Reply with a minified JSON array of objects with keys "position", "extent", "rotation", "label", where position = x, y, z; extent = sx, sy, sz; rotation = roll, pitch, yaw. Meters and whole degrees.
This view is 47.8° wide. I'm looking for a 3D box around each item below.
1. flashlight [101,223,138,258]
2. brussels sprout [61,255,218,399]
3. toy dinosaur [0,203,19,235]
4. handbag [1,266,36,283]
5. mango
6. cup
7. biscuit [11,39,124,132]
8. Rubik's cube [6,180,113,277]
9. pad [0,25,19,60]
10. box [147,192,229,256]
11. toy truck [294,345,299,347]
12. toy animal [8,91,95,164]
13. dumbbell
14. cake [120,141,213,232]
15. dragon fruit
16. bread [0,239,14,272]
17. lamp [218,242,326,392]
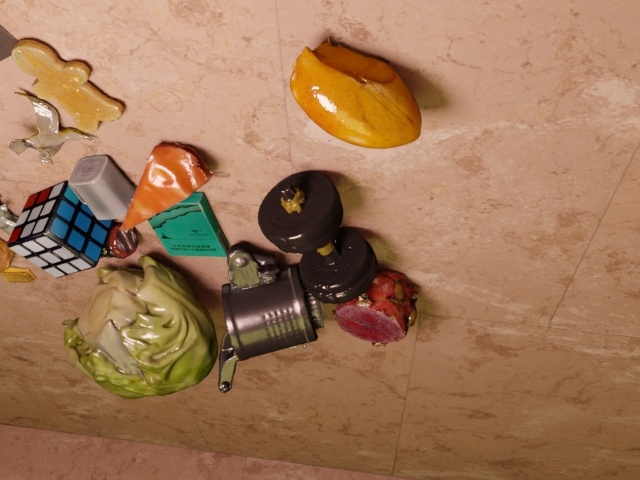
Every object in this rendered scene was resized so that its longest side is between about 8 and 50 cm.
[{"position":[-0.577,0.013,1.872],"extent":[0.232,0.093,0.093],"rotation":[-9,142,34],"label":"flashlight"},{"position":[-0.462,0.257,1.975],"extent":[0.425,0.342,0.361],"rotation":[-19,144,41],"label":"brussels sprout"},{"position":[-0.813,-0.048,1.866],"extent":[0.167,0.053,0.242],"rotation":[6,147,8],"label":"toy dinosaur"},{"position":[-0.892,0.105,2.136],"extent":[0.083,0.027,0.061],"rotation":[2,144,10],"label":"handbag"},{"position":[0.066,-0.247,1.268],"extent":[0.252,0.154,0.126],"rotation":[29,151,-5],"label":"mango"},{"position":[-0.508,-0.119,1.647],"extent":[0.128,0.095,0.129],"rotation":[-2,142,21],"label":"cup"},{"position":[-0.499,-0.306,1.420],"extent":[0.153,0.030,0.234],"rotation":[-16,139,32],"label":"biscuit"},{"position":[-0.626,-0.025,1.754],"extent":[0.163,0.162,0.160],"rotation":[-14,139,33],"label":"Rubik's cube"},{"position":[-0.673,-0.408,1.337],"extent":[0.143,0.003,0.211],"rotation":[-12,140,30],"label":"pad"},{"position":[-0.331,-0.036,1.767],"extent":[0.161,0.042,0.226],"rotation":[0,145,13],"label":"box"},{"position":[-0.070,0.259,2.080],"extent":[0.077,0.111,0.076],"rotation":[-4,146,9],"label":"toy truck"},{"position":[-0.566,-0.204,1.533],"extent":[0.155,0.095,0.219],"rotation":[16,147,-2],"label":"toy animal"},{"position":[0.000,0.000,1.609],"extent":[0.185,0.185,0.388],"rotation":[-7,143,24],"label":"dumbbell"},{"position":[-0.361,-0.113,1.585],"extent":[0.135,0.098,0.287],"rotation":[42,124,-20],"label":"cake"},{"position":[0.147,0.156,1.859],"extent":[0.211,0.147,0.282],"rotation":[8,146,20],"label":"dragon fruit"},{"position":[-0.964,0.033,1.960],"extent":[0.143,0.139,0.229],"rotation":[-10,141,40],"label":"bread"},{"position":[-0.121,0.193,1.853],"extent":[0.272,0.205,0.374],"rotation":[3,112,-7],"label":"lamp"}]
